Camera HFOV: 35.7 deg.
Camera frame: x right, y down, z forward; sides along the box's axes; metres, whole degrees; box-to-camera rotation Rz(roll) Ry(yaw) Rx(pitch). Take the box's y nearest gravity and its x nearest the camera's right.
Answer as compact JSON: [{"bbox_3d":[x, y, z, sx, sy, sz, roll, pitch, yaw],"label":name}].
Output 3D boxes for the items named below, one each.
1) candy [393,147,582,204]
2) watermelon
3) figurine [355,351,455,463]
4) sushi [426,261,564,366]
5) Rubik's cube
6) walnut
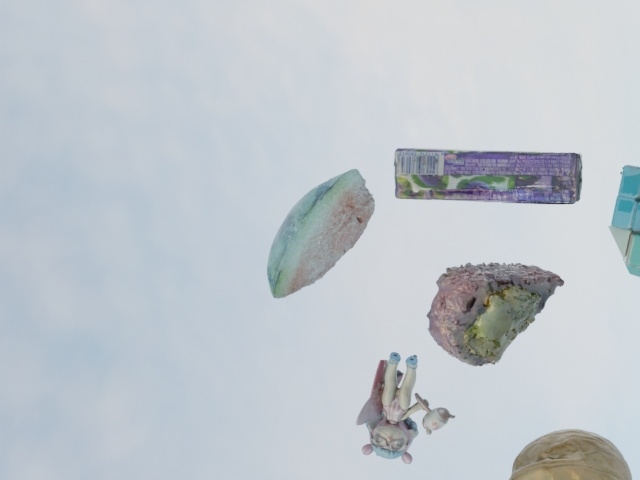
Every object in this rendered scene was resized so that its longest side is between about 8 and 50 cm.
[{"bbox_3d":[0.276,-0.108,1.663,0.061,0.313,0.088,-11,-76,-71],"label":"candy"},{"bbox_3d":[-0.008,-0.004,1.207,0.180,0.081,0.094,-42,-72,-15],"label":"watermelon"},{"bbox_3d":[0.181,0.355,2.114,0.103,0.205,0.260,-82,-2,-66],"label":"figurine"},{"bbox_3d":[0.296,0.128,1.696,0.241,0.107,0.161,-4,-68,-31],"label":"sushi"},{"bbox_3d":[0.642,-0.022,1.829,0.224,0.265,0.212,0,-77,-41],"label":"Rubik's cube"},{"bbox_3d":[0.441,0.445,1.758,0.228,0.228,0.228,29,-128,-45],"label":"walnut"}]
